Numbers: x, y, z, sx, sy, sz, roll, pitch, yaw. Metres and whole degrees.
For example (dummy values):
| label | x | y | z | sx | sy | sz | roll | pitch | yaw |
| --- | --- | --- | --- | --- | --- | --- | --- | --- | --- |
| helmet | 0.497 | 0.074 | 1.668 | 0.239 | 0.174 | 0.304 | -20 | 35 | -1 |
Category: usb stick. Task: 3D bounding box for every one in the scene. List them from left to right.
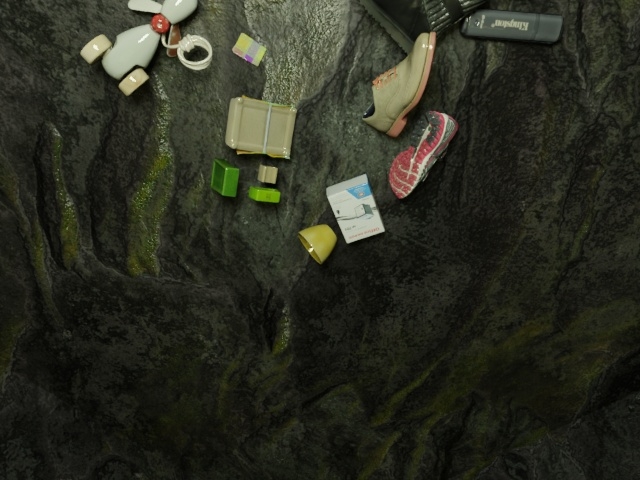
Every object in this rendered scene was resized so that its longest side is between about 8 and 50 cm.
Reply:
| label | x | y | z | sx | sy | sz | roll | pitch | yaw |
| --- | --- | --- | --- | --- | --- | --- | --- | --- | --- |
| usb stick | 0.524 | -0.588 | 1.288 | 0.278 | 0.045 | 0.077 | 4 | 122 | -2 |

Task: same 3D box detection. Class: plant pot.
| label | x | y | z | sx | sy | sz | roll | pitch | yaw |
| --- | --- | --- | --- | --- | --- | --- | --- | --- | --- |
| plant pot | 0.000 | 0.000 | 1.605 | 0.095 | 0.134 | 0.134 | -36 | 118 | -10 |

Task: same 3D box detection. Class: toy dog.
| label | x | y | z | sx | sy | sz | roll | pitch | yaw |
| --- | --- | --- | --- | --- | --- | --- | --- | --- | --- |
| toy dog | -0.469 | -0.540 | 1.275 | 0.333 | 0.161 | 0.220 | -22 | 117 | -4 |

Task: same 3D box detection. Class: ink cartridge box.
| label | x | y | z | sx | sy | sz | roll | pitch | yaw |
| --- | --- | --- | --- | --- | --- | --- | --- | --- | --- |
| ink cartridge box | 0.118 | -0.103 | 1.559 | 0.139 | 0.082 | 0.191 | -19 | 118 | 11 |

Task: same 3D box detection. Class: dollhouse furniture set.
| label | x | y | z | sx | sy | sz | roll | pitch | yaw |
| --- | --- | --- | --- | --- | --- | --- | --- | --- | --- |
| dollhouse furniture set | -0.210 | -0.285 | 1.456 | 0.197 | 0.151 | 0.301 | 4 | 105 | -27 |

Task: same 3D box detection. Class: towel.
| label | x | y | z | sx | sy | sz | roll | pitch | yaw |
| --- | --- | --- | --- | --- | --- | --- | --- | --- | --- |
| towel | -0.201 | -0.541 | 1.331 | 0.083 | 0.009 | 0.060 | 27 | 117 | -17 |

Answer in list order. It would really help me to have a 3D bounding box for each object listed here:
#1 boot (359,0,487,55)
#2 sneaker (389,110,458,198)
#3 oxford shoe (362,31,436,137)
| label | x | y | z | sx | sy | sz | roll | pitch | yaw |
| --- | --- | --- | --- | --- | --- | --- | --- | --- | --- |
| boot | 0.238 | -0.662 | 1.186 | 0.348 | 0.131 | 0.260 | 34 | 123 | -31 |
| sneaker | 0.320 | -0.251 | 1.456 | 0.112 | 0.121 | 0.299 | -1 | 136 | -36 |
| oxford shoe | 0.207 | -0.419 | 1.283 | 0.130 | 0.123 | 0.348 | 17 | 147 | -4 |
